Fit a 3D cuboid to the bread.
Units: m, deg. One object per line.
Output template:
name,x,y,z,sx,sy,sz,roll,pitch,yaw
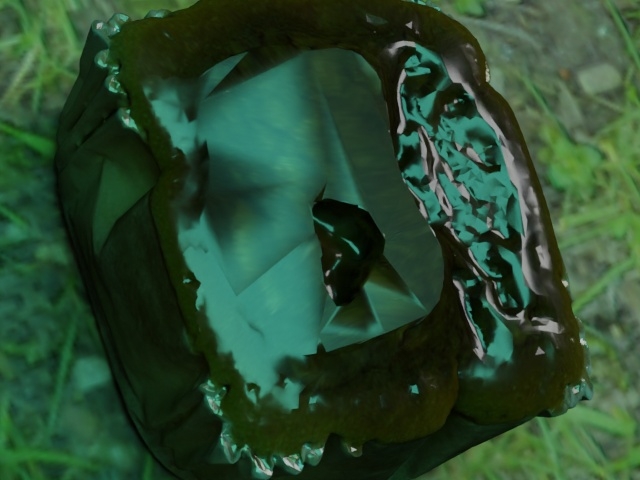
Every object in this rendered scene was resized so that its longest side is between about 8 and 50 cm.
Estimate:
bread,0.000,-0.002,0.721,0.192,0.110,0.210,-9,74,-30
